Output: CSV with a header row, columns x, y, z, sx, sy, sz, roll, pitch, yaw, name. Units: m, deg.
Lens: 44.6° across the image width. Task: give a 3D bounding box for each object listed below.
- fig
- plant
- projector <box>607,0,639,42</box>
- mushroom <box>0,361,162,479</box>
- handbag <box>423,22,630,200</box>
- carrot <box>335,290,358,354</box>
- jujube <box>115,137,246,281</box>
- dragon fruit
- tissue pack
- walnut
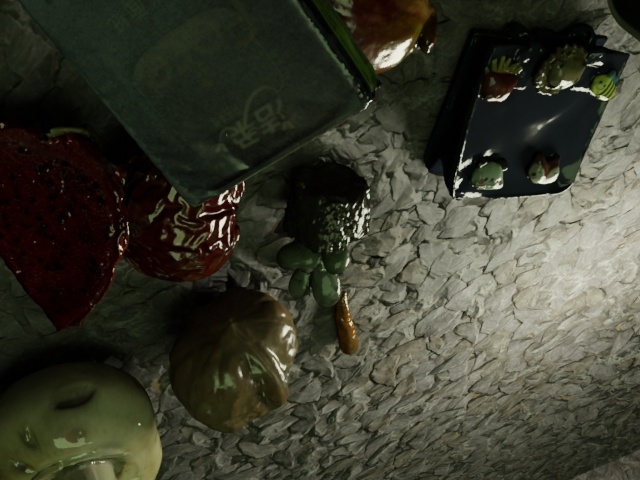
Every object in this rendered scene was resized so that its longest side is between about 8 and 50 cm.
x,y,z,sx,sy,sz,roll,pitch,yaw,name
0.025,-0.317,1.054,0.263,0.224,0.224,3,130,-41,fig
0.001,0.000,1.399,0.149,0.146,0.274,-10,136,-25,plant
0.646,-0.448,1.244,0.249,0.248,0.248,-19,138,-12,projector
-0.435,0.393,1.448,0.353,0.353,0.325,-51,166,23,mushroom
0.370,-0.228,1.408,0.303,0.122,0.329,-5,132,-26,handbag
0.052,0.179,1.692,0.047,0.047,0.191,-21,133,-10,carrot
-0.216,-0.052,1.172,0.213,0.213,0.232,-9,125,-23,jujube
-0.353,-0.062,1.090,0.205,0.152,0.317,-27,102,14,dragon fruit
-0.153,-0.263,0.906,0.288,0.124,0.394,-26,116,25,tissue pack
-0.161,0.219,1.463,0.273,0.227,0.273,-19,141,-16,walnut
